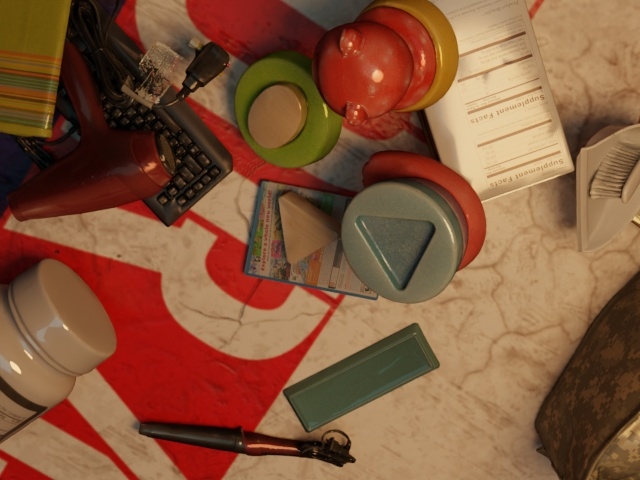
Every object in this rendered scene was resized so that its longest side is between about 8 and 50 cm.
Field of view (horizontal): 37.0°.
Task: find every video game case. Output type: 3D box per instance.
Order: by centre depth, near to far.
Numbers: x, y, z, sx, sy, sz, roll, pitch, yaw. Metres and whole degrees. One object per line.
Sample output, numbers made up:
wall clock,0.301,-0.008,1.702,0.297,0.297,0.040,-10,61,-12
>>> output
video game case,0.000,0.000,1.150,0.166,0.015,0.119,11,104,-3

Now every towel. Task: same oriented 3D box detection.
towel,-0.318,-0.233,1.043,0.102,0.021,0.237,11,92,17

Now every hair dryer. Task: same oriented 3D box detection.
hair dryer,-0.251,-0.140,1.072,0.223,0.080,0.294,32,92,9

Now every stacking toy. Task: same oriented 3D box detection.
stacking toy,0.014,-0.075,0.993,0.279,0.130,0.309,-5,108,35

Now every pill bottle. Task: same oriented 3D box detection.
pill bottle,-0.391,0.152,1.111,0.283,0.161,0.161,-35,101,7

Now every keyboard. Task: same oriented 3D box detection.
keyboard,-0.272,-0.142,1.108,0.201,0.033,0.317,-40,100,9

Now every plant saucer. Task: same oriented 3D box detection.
plant saucer,0.051,0.175,1.191,0.192,0.018,0.067,-28,102,5

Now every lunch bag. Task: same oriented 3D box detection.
lunch bag,0.377,0.188,1.083,0.169,0.235,0.287,39,101,-8

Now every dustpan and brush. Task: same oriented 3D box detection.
dustpan and brush,0.360,-0.091,1.075,0.060,0.211,0.147,18,137,33

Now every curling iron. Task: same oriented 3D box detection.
curling iron,-0.090,0.246,1.193,0.273,0.035,0.068,7,145,2

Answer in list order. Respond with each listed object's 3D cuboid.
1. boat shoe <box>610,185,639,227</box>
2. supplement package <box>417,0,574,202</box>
boat shoe,0.406,-0.023,1.128,0.135,0.050,0.045,34,104,-7
supplement package,0.166,-0.177,1.044,0.133,0.139,0.244,-19,102,4
